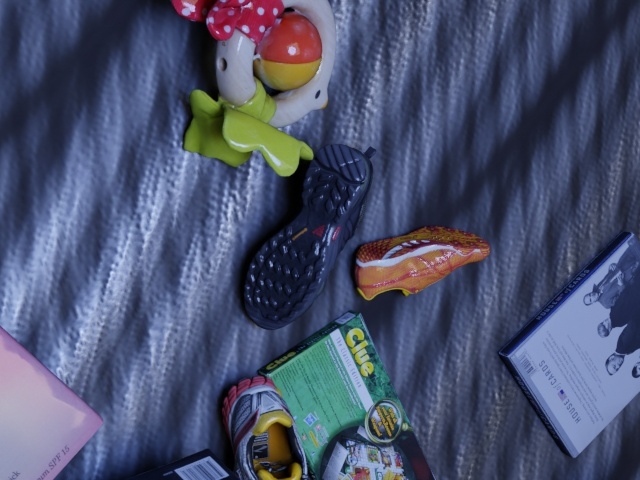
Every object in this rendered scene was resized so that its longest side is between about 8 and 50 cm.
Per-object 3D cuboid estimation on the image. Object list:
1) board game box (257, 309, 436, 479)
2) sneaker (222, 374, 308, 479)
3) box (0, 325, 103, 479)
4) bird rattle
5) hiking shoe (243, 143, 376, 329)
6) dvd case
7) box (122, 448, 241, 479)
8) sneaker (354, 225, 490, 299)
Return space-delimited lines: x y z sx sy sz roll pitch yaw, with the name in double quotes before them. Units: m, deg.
"board game box" 0.039 0.225 1.531 0.136 0.030 0.260 -30 109 -19
"sneaker" -0.058 0.265 1.440 0.088 0.093 0.225 -16 114 -17
"box" -0.349 0.143 1.266 0.148 0.127 0.232 -49 115 -13
"bird rattle" -0.065 -0.201 1.379 0.207 0.143 0.253 -23 114 -47
"hiking shoe" 0.000 0.000 1.447 0.227 0.086 0.114 -59 162 16
"dvd case" 0.353 0.131 1.680 0.238 0.029 0.179 -41 112 -17
"box" -0.198 0.341 1.316 0.261 0.103 0.184 -15 130 -40
"sneaker" 0.115 0.026 1.538 0.175 0.064 0.067 -10 121 -21
